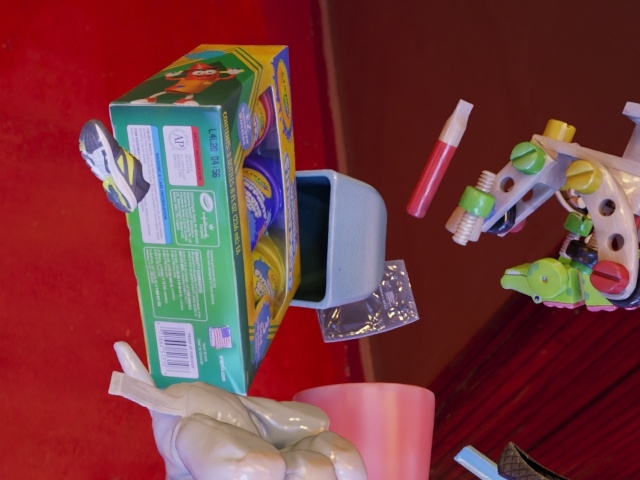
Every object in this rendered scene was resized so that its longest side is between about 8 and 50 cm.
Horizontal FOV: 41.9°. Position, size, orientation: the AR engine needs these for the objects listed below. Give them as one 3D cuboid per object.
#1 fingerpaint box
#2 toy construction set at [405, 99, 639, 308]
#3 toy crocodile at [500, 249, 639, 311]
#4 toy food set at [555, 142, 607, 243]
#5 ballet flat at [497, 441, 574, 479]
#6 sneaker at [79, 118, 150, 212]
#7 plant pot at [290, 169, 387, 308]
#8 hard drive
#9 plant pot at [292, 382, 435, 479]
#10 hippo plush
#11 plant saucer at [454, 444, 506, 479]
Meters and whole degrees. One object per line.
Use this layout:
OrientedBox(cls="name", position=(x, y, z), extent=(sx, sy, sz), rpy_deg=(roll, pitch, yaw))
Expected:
OrientedBox(cls="fingerpaint box", position=(-0.149, -0.048, 1.303), extent=(0.163, 0.444, 0.371), rpy_deg=(3, 25, 11))
OrientedBox(cls="toy construction set", position=(0.281, -0.087, 0.957), extent=(0.309, 0.237, 0.257), rpy_deg=(18, 14, -21))
OrientedBox(cls="toy crocodile", position=(0.451, 0.071, 1.357), extent=(0.115, 0.341, 0.105), rpy_deg=(-14, 98, -45))
OrientedBox(cls="toy food set", position=(0.433, -0.098, 1.373), extent=(0.132, 0.038, 0.192), rpy_deg=(-32, 90, -36))
OrientedBox(cls="ballet flat", position=(0.307, 0.313, 1.110), extent=(0.057, 0.173, 0.049), rpy_deg=(17, 85, -43))
OrientedBox(cls="sneaker", position=(-0.167, -0.064, 0.682), extent=(0.031, 0.083, 0.035), rpy_deg=(5, 37, 33))
OrientedBox(cls="plant pot", position=(0.000, 0.000, 1.637), extent=(0.252, 0.247, 0.247), rpy_deg=(4, 88, -52))
OrientedBox(cls="hard drive", position=(0.104, 0.150, 2.062), extent=(0.255, 0.054, 0.172), rpy_deg=(-12, 81, -19))
OrientedBox(cls="plant pot", position=(0.084, 0.404, 1.522), extent=(0.275, 0.275, 0.243), rpy_deg=(5, 67, -17))
OrientedBox(cls="hippo plush", position=(-0.117, 0.289, 0.881), extent=(0.294, 0.236, 0.234), rpy_deg=(20, 7, -15))
OrientedBox(cls="plant saucer", position=(0.378, 0.504, 1.780), extent=(0.192, 0.067, 0.018), rpy_deg=(34, 51, 9))
